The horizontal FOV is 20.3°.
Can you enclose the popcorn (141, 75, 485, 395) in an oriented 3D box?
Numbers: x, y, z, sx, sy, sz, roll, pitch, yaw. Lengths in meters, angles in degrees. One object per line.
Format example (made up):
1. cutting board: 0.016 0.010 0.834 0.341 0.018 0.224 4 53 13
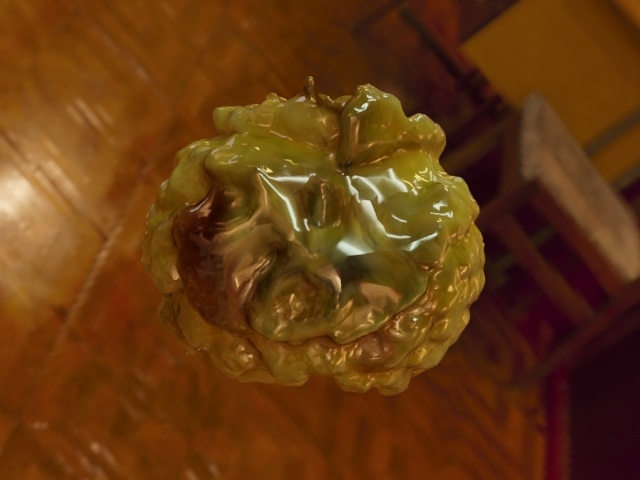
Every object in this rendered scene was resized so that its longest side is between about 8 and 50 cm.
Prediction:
1. popcorn: -0.003 0.000 1.139 0.169 0.218 0.189 88 8 -85
